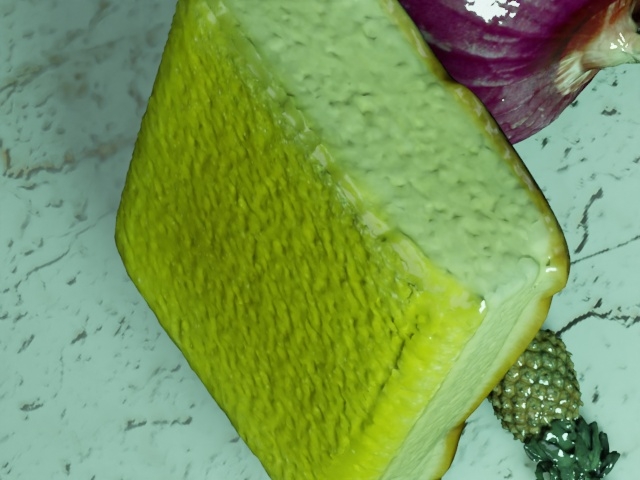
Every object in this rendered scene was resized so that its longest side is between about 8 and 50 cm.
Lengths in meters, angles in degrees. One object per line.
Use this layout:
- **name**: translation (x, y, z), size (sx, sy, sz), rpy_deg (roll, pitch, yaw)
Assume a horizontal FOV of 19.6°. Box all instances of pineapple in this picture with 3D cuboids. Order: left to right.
- **pineapple**: translation (0.170, 0.144, 1.323), size (0.074, 0.074, 0.159), rpy_deg (-29, 73, 14)

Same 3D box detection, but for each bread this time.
- **bread**: translation (0.000, 0.000, 1.297), size (0.143, 0.333, 0.323), rpy_deg (-24, 67, -31)

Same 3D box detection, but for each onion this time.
- **onion**: translation (0.115, -0.187, 1.348), size (0.230, 0.256, 0.272), rpy_deg (-42, 39, -9)
